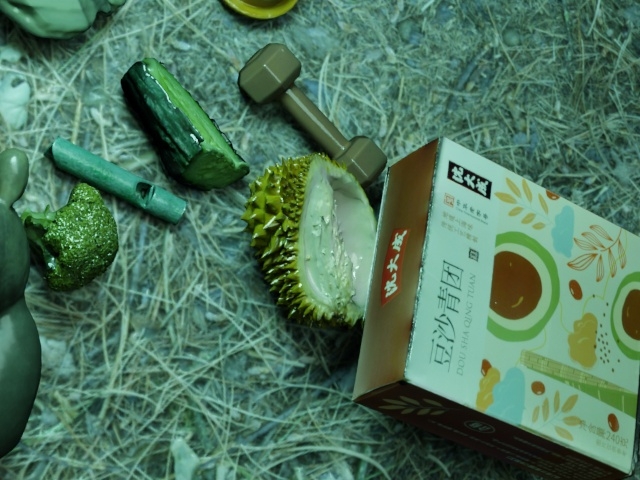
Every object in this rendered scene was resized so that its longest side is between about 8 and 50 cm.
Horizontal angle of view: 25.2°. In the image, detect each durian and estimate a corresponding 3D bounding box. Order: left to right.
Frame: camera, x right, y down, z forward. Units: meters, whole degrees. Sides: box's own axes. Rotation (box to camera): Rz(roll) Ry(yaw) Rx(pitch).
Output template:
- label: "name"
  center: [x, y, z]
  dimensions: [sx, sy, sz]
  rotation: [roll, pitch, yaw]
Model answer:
- label: "durian"
  center: [-0.012, 0.004, 1.849]
  dimensions: [0.183, 0.137, 0.250]
  rotation: [-52, 124, -64]

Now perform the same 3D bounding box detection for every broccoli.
- label: "broccoli"
  center: [-0.298, -0.003, 1.698]
  dimensions: [0.120, 0.130, 0.131]
  rotation: [19, 77, 4]

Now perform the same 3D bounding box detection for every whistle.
- label: "whistle"
  center: [-0.254, -0.075, 1.782]
  dimensions: [0.186, 0.039, 0.039]
  rotation: [28, 67, -21]

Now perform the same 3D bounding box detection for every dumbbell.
- label: "dumbbell"
  center: [-0.012, -0.161, 1.911]
  dimensions: [0.082, 0.092, 0.231]
  rotation: [-43, 103, -1]

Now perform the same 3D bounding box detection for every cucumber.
- label: "cucumber"
  center: [-0.180, -0.141, 1.816]
  dimensions: [0.193, 0.085, 0.115]
  rotation: [58, 16, -5]

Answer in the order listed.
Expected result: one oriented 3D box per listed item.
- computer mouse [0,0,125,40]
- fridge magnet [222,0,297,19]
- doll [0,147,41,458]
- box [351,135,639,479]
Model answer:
- label: "computer mouse"
  center: [-0.389, -0.446, 1.733]
  dimensions: [0.228, 0.145, 0.429]
  rotation: [-42, 112, -37]
- label: "fridge magnet"
  center: [-0.085, -0.366, 1.926]
  dimensions: [0.143, 0.063, 0.143]
  rotation: [7, 75, -25]
- label: "doll"
  center: [-0.474, 0.069, 1.513]
  dimensions: [0.382, 0.252, 0.379]
  rotation: [-7, 82, -24]
- label: "box"
  center: [0.251, 0.102, 1.888]
  dimensions: [0.385, 0.122, 0.345]
  rotation: [24, 60, -26]
